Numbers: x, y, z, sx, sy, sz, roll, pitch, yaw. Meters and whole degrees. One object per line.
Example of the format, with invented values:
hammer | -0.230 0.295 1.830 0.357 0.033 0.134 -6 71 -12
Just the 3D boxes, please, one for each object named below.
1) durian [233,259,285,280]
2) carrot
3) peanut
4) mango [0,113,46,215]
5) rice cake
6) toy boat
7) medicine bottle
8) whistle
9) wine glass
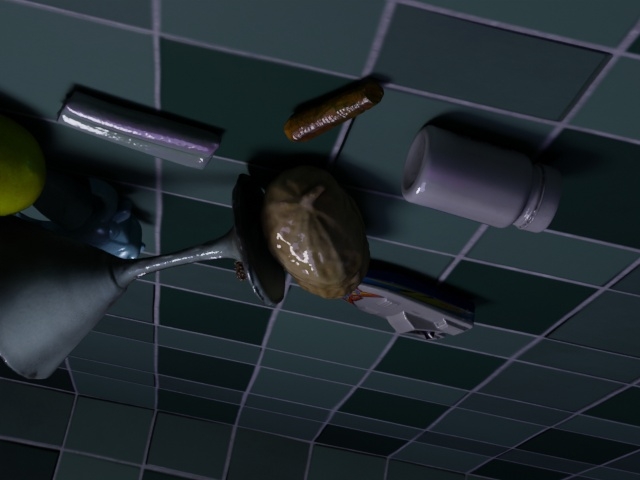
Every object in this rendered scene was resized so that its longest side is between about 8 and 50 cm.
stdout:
durian | -0.107 0.051 1.986 0.130 0.052 0.066 -7 155 38
carrot | 0.015 -0.160 1.393 0.042 0.042 0.171 24 155 -31
peanut | 0.001 0.007 1.660 0.143 0.159 0.291 -13 155 7
mango | -0.522 -0.117 1.595 0.273 0.149 0.185 14 163 -43
rice cake | -0.252 -0.152 1.546 0.222 0.042 0.080 17 160 -14
toy boat | 0.123 0.107 1.962 0.295 0.088 0.129 21 157 -27
medicine bottle | 0.205 -0.075 1.431 0.187 0.102 0.103 15 159 -12
whistle | -0.384 -0.044 1.829 0.186 0.093 0.274 -22 142 29
wine glass | -0.274 0.040 1.679 0.406 0.267 0.267 -14 153 11
